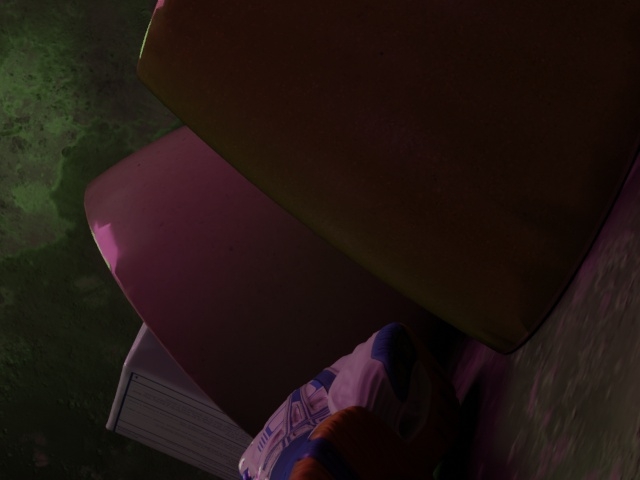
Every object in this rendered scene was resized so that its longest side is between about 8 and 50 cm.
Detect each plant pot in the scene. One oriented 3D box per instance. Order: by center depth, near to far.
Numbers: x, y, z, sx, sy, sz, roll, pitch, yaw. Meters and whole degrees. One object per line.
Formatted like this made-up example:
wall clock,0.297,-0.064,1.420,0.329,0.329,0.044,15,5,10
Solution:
plant pot,0.040,-0.109,0.955,0.275,0.293,0.275,-156,90,-88

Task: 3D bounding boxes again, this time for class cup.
cup,0.000,0.000,1.241,0.237,0.331,0.331,-40,7,10

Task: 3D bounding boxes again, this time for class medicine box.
medicine box,-0.108,0.188,1.800,0.289,0.263,0.149,119,175,-65

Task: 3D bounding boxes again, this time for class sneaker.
sneaker,0.005,0.159,0.910,0.131,0.112,0.296,-32,5,20
